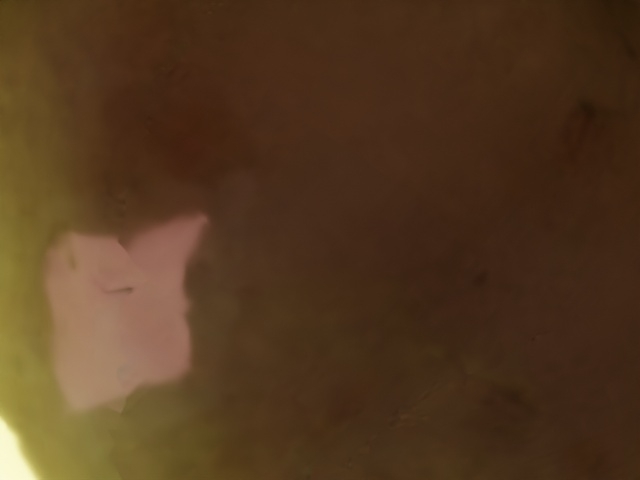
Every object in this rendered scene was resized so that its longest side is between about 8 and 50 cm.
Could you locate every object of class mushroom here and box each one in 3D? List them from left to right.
[{"bbox_3d":[0.000,0.000,0.807,0.362,0.295,0.362,-7,126,-10],"label":"mushroom"}]
